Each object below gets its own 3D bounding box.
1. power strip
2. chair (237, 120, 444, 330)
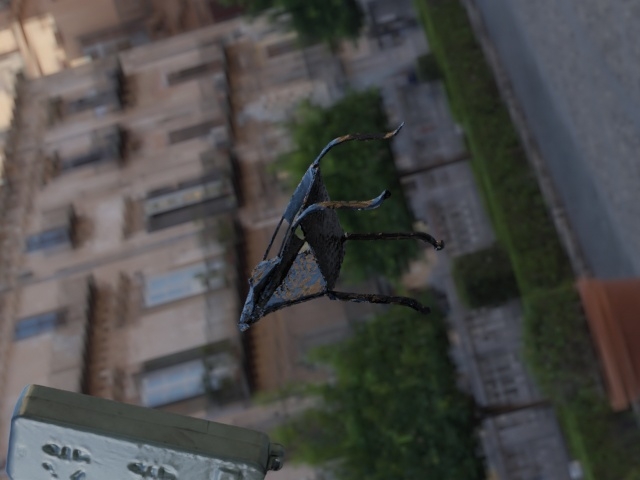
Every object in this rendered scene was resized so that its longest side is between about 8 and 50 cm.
[{"bbox_3d":[-0.142,0.205,1.408,0.053,0.288,0.093,-81,3,-56],"label":"power strip"},{"bbox_3d":[0.000,0.000,1.463,0.174,0.213,0.149,-75,-35,-52],"label":"chair"}]
